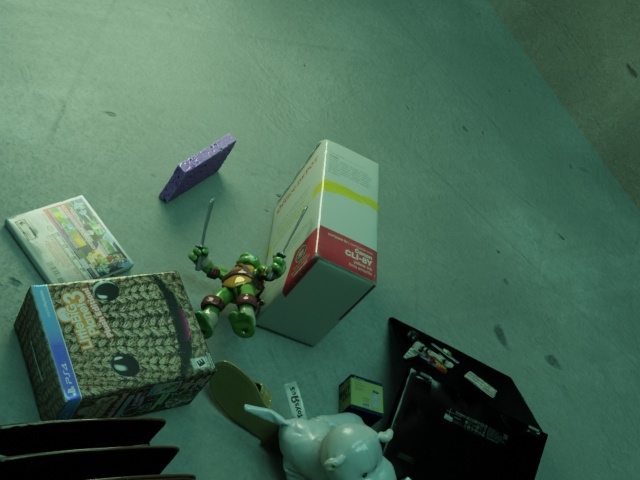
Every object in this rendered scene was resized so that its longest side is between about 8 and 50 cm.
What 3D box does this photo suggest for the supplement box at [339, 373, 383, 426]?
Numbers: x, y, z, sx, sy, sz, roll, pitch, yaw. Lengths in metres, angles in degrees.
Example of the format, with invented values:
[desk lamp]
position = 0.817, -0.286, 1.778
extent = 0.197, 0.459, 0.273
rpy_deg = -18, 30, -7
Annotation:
[supplement box]
position = 0.089, 0.352, 1.685
extent = 0.083, 0.056, 0.083
rpy_deg = 21, 45, -20

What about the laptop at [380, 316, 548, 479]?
[laptop]
position = 0.300, 0.430, 1.799
extent = 0.381, 0.236, 0.408
rpy_deg = 27, 71, -13

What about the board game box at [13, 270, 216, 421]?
[board game box]
position = -0.380, 0.199, 1.419
extent = 0.291, 0.141, 0.232
rpy_deg = -6, 58, -39

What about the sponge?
[sponge]
position = -0.290, -0.173, 1.827
extent = 0.031, 0.117, 0.210
rpy_deg = 44, 41, 3

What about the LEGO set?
[LEGO set]
position = 0.286, 0.291, 1.749
extent = 0.244, 0.060, 0.182
rpy_deg = 36, 3, 15

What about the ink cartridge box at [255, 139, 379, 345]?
[ink cartridge box]
position = 0.000, 0.000, 1.761
extent = 0.160, 0.279, 0.385
rpy_deg = 23, 44, -18

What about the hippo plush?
[hippo plush]
position = 0.053, 0.395, 1.429
extent = 0.234, 0.236, 0.294
rpy_deg = -20, 91, -39

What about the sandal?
[sandal]
position = -0.131, 0.333, 1.550
extent = 0.240, 0.088, 0.079
rpy_deg = 47, 10, -1

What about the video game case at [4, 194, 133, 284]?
[video game case]
position = -0.515, 0.008, 1.579
extent = 0.183, 0.023, 0.201
rpy_deg = -26, 71, -46

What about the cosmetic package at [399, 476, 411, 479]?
[cosmetic package]
position = 0.225, 0.602, 1.549
extent = 0.239, 0.060, 0.099
rpy_deg = 44, 56, 5

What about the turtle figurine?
[turtle figurine]
position = -0.180, 0.060, 1.583
extent = 0.197, 0.275, 0.266
rpy_deg = 24, 37, -9

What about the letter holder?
[letter holder]
position = -0.377, 0.361, 1.223
extent = 0.301, 0.214, 0.152
rpy_deg = 5, 52, -32
